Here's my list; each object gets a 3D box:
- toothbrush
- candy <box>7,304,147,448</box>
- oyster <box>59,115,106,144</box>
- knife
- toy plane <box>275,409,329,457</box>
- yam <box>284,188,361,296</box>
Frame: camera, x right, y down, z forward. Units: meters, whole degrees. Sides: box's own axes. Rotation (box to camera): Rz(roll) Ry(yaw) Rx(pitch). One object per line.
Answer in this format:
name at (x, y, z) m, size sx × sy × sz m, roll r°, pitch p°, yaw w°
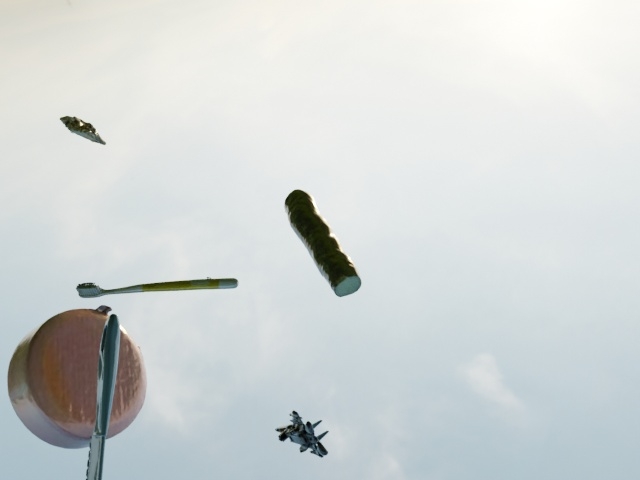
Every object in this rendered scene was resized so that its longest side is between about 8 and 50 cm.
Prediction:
toothbrush at (-0.278, 0.077, 1.067) m, size 0.288 × 0.024 × 0.021 m, roll -4°, pitch -133°, yaw 9°
candy at (-0.429, 0.240, 1.142) m, size 0.094 × 0.255 × 0.255 m, roll -30°, pitch -158°, yaw 30°
oyster at (-0.431, -0.202, 1.149) m, size 0.051 × 0.093 × 0.034 m, roll 31°, pitch -92°, yaw 20°
knife at (-0.269, 0.244, 0.760) m, size 0.044 × 0.019 × 0.313 m, roll -17°, pitch -115°, yaw 43°
toy plane at (-0.073, 0.571, 1.869) m, size 0.246 × 0.169 × 0.078 m, roll -17°, pitch -164°, yaw 47°
yam at (0.000, 0.000, 1.028) m, size 0.061 × 0.061 × 0.274 m, roll -22°, pitch -143°, yaw -7°
